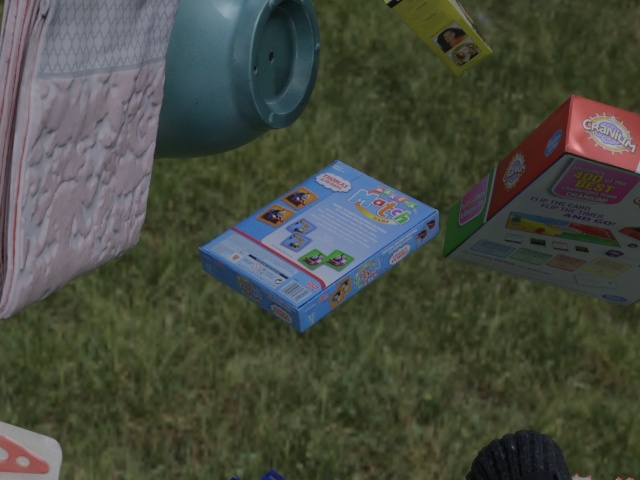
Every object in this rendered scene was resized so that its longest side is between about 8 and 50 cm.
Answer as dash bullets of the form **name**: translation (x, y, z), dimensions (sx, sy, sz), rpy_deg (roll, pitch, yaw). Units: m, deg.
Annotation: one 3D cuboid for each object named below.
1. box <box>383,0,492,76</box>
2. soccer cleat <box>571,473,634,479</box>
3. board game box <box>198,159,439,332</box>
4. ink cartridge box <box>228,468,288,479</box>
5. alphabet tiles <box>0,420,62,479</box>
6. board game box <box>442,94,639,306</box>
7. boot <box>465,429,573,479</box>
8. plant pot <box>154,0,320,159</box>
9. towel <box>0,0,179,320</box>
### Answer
- **box**: translation (0.122, -0.273, 1.437), dimensions (0.087, 0.058, 0.232), rpy_deg (62, 16, 24)
- **soccer cleat**: translation (0.453, 0.434, 2.075), dimensions (0.076, 0.068, 0.196), rpy_deg (-54, 18, -27)
- **board game box**: translation (0.000, 0.000, 1.356), dimensions (0.211, 0.039, 0.160), rpy_deg (-35, 45, -29)
- **ink cartridge box**: translation (-0.119, 0.413, 1.556), dimensions (0.165, 0.065, 0.332), rpy_deg (31, 52, 29)
- **alphabet tiles**: translation (-0.279, 0.122, 0.673), dimensions (0.278, 0.021, 0.284), rpy_deg (22, 28, -16)
- **board game box**: translation (0.300, -0.029, 1.323), dimensions (0.242, 0.316, 0.064), rpy_deg (15, 67, -12)
- **boot**: translation (0.198, 0.415, 1.502), dimensions (0.348, 0.131, 0.260), rpy_deg (-42, 30, 7)
- **plant pot**: translation (-0.122, -0.232, 1.522), dimensions (0.196, 0.293, 0.293), rpy_deg (10, 30, 25)
- **towel**: translation (-0.219, -0.108, 1.177), dimensions (0.053, 0.317, 0.332), rpy_deg (14, 14, 10)
